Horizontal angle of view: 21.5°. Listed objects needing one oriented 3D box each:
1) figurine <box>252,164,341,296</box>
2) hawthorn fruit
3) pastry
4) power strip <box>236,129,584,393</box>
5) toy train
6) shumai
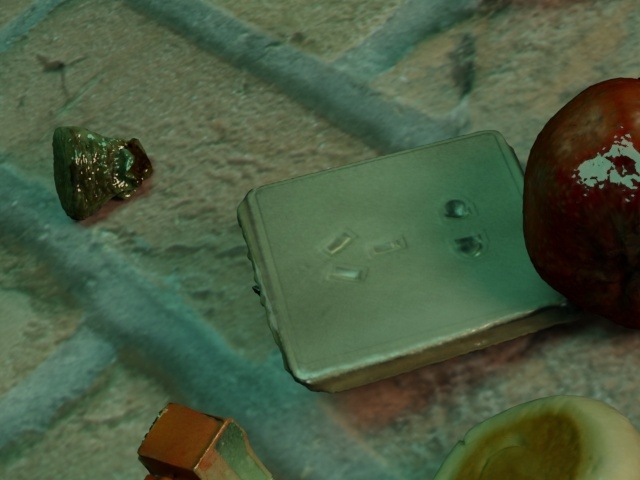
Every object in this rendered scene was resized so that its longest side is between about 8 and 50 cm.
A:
[{"bbox_3d":[0.000,0.000,1.288,0.129,0.054,0.072,-56,29,-15],"label":"figurine"},{"bbox_3d":[0.210,-0.039,1.104,0.157,0.157,0.194,-15,41,20],"label":"hawthorn fruit"},{"bbox_3d":[0.131,0.165,0.994,0.156,0.092,0.156,-22,35,16],"label":"pastry"},{"bbox_3d":[0.061,0.024,1.202,0.213,0.064,0.198,-15,47,-2],"label":"power strip"},{"bbox_3d":[-0.096,0.205,1.086,0.074,0.118,0.176,8,53,42],"label":"toy train"},{"bbox_3d":[-0.189,-0.064,1.474,0.080,0.082,0.083,-9,67,-24],"label":"shumai"}]
